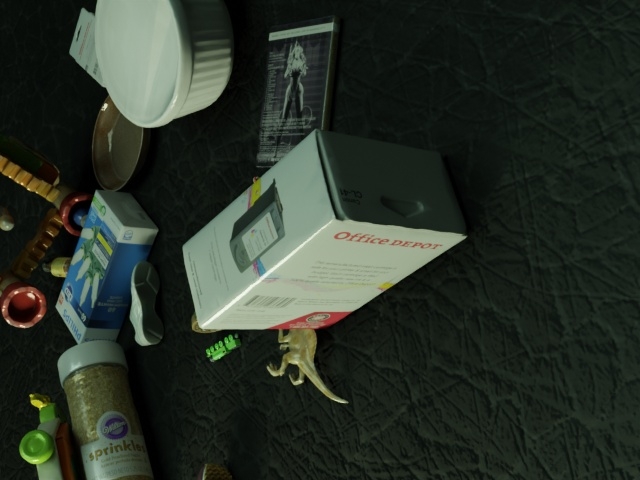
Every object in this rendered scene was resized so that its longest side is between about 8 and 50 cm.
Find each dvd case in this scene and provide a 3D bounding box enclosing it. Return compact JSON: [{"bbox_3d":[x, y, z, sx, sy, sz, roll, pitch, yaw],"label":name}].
[{"bbox_3d":[-0.035,-0.219,1.629,0.164,0.018,0.221,5,90,53],"label":"dvd case"}]

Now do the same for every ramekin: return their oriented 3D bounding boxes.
[{"bbox_3d":[-0.253,-0.327,1.791,0.273,0.127,0.273,19,114,48],"label":"ramekin"}]

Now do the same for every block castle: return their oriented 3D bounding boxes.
[{"bbox_3d":[-0.651,-0.063,2.006,0.303,0.453,0.213,-56,34,-1],"label":"block castle"}]

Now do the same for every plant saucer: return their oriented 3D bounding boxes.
[{"bbox_3d":[-0.368,-0.188,2.029,0.198,0.036,0.198,-9,79,51],"label":"plant saucer"}]

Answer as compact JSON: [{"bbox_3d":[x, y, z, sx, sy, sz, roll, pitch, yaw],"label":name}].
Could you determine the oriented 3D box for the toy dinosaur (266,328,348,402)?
[{"bbox_3d":[-0.028,0.166,1.537,0.092,0.053,0.183,-45,52,37],"label":"toy dinosaur"}]

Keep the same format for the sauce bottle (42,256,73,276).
[{"bbox_3d":[-0.523,0.053,2.186,0.128,0.042,0.042,2,86,54],"label":"sauce bottle"}]

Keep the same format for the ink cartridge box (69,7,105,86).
[{"bbox_3d":[-0.416,-0.372,2.095,0.180,0.060,0.104,42,118,46],"label":"ink cartridge box"}]

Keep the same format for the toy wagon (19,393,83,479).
[{"bbox_3d":[-0.442,0.414,1.893,0.267,0.068,0.344,74,177,-60],"label":"toy wagon"}]

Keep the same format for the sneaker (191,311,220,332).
[{"bbox_3d":[-0.137,0.072,1.686,0.192,0.064,0.086,-36,51,43],"label":"sneaker"}]

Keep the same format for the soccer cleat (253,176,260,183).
[{"bbox_3d":[-0.086,-0.065,1.662,0.035,0.029,0.083,-54,51,26],"label":"soccer cleat"}]

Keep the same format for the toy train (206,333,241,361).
[{"bbox_3d":[-0.154,0.171,1.724,0.083,0.017,0.023,-34,70,44],"label":"toy train"}]

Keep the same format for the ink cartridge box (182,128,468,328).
[{"bbox_3d":[0.000,0.000,1.387,0.306,0.226,0.131,-38,58,41],"label":"ink cartridge box"}]

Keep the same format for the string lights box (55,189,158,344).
[{"bbox_3d":[-0.395,0.053,1.995,0.133,0.077,0.259,45,120,43],"label":"string lights box"}]

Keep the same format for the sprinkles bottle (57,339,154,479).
[{"bbox_3d":[-0.364,0.351,1.879,0.121,0.121,0.355,-46,52,38],"label":"sprinkles bottle"}]

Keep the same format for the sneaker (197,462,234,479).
[{"bbox_3d":[-0.165,0.437,1.656,0.084,0.069,0.185,-38,56,36],"label":"sneaker"}]

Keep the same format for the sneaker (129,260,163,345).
[{"bbox_3d":[-0.315,0.112,1.906,0.061,0.054,0.152,-24,67,51],"label":"sneaker"}]
